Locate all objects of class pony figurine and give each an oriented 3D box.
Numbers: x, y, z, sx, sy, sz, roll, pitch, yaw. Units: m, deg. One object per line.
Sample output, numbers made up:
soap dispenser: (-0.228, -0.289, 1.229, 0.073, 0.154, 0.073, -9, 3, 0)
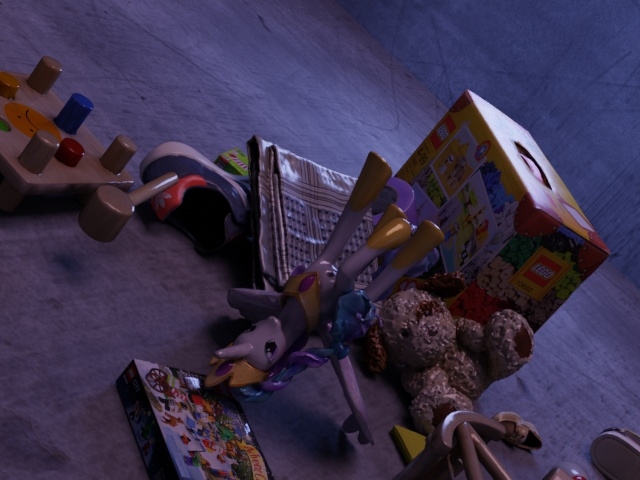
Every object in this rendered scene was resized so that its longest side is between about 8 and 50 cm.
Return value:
pony figurine: (0.007, 0.093, 1.478, 0.303, 0.363, 0.351, 40, -7, 21)

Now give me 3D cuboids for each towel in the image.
towel: (0.183, 0.382, 1.622, 0.102, 0.021, 0.237, 30, 21, -39)
towel: (0.000, 0.000, 1.821, 0.324, 0.056, 0.312, 18, 62, -48)

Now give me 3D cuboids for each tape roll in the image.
tape roll: (0.095, -0.047, 2.097, 0.189, 0.188, 0.080, -105, -177, -56)

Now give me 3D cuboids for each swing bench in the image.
swing bench: (0.128, 0.363, 1.235, 0.165, 0.253, 0.255, 23, 26, -37)

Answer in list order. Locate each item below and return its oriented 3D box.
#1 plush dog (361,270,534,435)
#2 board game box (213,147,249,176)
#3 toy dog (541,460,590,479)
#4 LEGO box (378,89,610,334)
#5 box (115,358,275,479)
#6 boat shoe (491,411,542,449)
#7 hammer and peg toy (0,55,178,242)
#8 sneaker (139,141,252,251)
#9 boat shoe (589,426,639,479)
plush dog: (0.195, 0.180, 1.824, 0.225, 0.262, 0.210, 49, -13, -3)
board game box: (-0.119, -0.097, 2.042, 0.181, 0.043, 0.092, 41, 21, 4)
toy dog: (0.376, 0.449, 1.688, 0.220, 0.161, 0.333, 48, 7, 28)
LEGO box: (0.302, -0.013, 2.123, 0.193, 0.372, 0.500, 30, 23, -24)
box: (-0.142, 0.253, 1.294, 0.159, 0.044, 0.233, 20, 29, -42)
boat shoe: (0.357, 0.347, 1.938, 0.135, 0.050, 0.045, 22, 22, -38)
hammer and peg toy: (-0.381, -0.121, 1.537, 0.361, 0.127, 0.266, 45, 20, 14)
sneaker: (-0.145, -0.035, 1.787, 0.350, 0.131, 0.148, 18, 40, -38)
boat shoe: (0.677, 0.491, 2.105, 0.324, 0.117, 0.096, 40, 23, 18)
